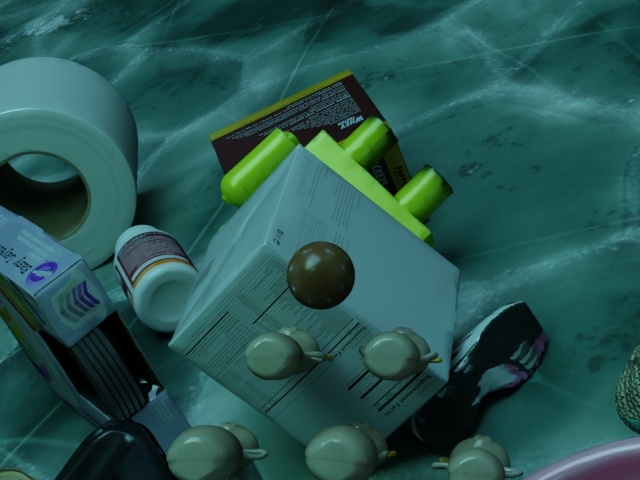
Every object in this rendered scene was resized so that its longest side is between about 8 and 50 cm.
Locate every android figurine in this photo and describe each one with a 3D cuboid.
[{"bbox_3d":[0.000,0.000,1.478,0.273,0.056,0.248,-42,72,-4],"label":"android figurine"}]

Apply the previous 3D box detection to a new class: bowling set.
[{"bbox_3d":[0.025,0.105,1.146,0.287,0.200,0.154,5,-3,9],"label":"bowling set"}]

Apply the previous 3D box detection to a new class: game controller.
[{"bbox_3d":[-0.227,0.300,1.174,0.319,0.067,0.166,-55,39,4],"label":"game controller"}]

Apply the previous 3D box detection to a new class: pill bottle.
[{"bbox_3d":[-0.191,0.039,1.647,0.086,0.086,0.152,-29,31,-7],"label":"pill bottle"}]

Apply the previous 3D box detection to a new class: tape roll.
[{"bbox_3d":[-0.356,-0.092,1.818,0.246,0.246,0.169,-22,30,5],"label":"tape roll"}]

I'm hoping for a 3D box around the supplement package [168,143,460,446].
[{"bbox_3d":[0.001,0.060,1.298,0.149,0.203,0.194,-46,14,28],"label":"supplement package"}]

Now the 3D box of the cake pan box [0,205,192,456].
[{"bbox_3d":[-0.257,0.094,1.452,0.070,0.246,0.267,-41,34,-18],"label":"cake pan box"}]

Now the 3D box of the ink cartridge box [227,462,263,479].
[{"bbox_3d":[-0.105,0.284,1.193,0.153,0.087,0.208,-24,29,1],"label":"ink cartridge box"}]

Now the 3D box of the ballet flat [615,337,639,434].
[{"bbox_3d":[0.391,-0.007,1.244,0.483,0.164,0.182,-48,17,-32],"label":"ballet flat"}]

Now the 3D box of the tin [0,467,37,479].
[{"bbox_3d":[-0.305,0.284,1.393,0.106,0.040,0.189,-44,34,-23],"label":"tin"}]

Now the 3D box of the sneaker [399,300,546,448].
[{"bbox_3d":[0.129,0.116,1.310,0.178,0.072,0.077,-36,20,-29],"label":"sneaker"}]

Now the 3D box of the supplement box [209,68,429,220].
[{"bbox_3d":[-0.006,-0.074,1.645,0.191,0.129,0.194,-26,29,-1],"label":"supplement box"}]

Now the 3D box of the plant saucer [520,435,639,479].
[{"bbox_3d":[0.230,0.273,0.969,0.332,0.084,0.332,-18,31,12],"label":"plant saucer"}]
